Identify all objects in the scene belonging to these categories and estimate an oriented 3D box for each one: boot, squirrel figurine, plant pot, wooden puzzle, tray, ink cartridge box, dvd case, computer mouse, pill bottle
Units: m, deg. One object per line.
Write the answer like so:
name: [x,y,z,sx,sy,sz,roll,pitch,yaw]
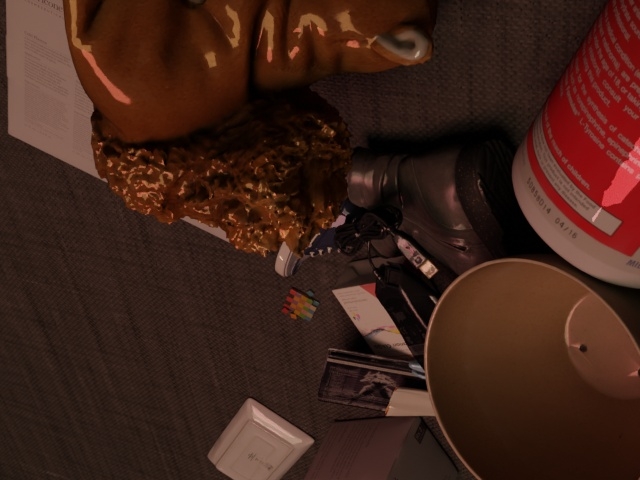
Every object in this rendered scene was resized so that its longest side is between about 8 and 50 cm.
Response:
boot: [0.000,0.000,1.353,0.086,0.069,0.190,31,136,7]
squirrel figurine: [-0.061,-0.188,1.045,0.371,0.281,0.397,-1,102,-2]
plant pot: [0.284,0.138,1.078,0.284,0.191,0.284,16,113,42]
wooden puzzle: [-0.030,0.101,1.512,0.049,0.006,0.083,29,138,4]
tray: [-0.123,0.402,1.831,0.145,0.030,0.270,32,138,-1]
ink cartridge box: [0.120,0.117,1.392,0.115,0.067,0.198,-12,123,40]
dvd case: [0.084,0.218,1.467,0.165,0.018,0.221,10,154,0]
computer mouse: [0.129,0.062,1.214,0.262,0.060,0.184,54,158,3]
boot: [0.175,0.013,1.253,0.223,0.118,0.338,-1,123,40]
pill bottle: [0.356,-0.157,0.877,0.229,0.229,0.407,28,138,5]

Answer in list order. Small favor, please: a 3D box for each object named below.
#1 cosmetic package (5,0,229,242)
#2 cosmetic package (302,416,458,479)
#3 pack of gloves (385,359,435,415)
cosmetic package: [-0.238,-0.192,1.297,0.377,0.097,0.284,26,139,7]
cosmetic package: [0.098,0.398,1.605,0.184,0.151,0.151,-13,122,40]
pack of gloves: [0.225,0.218,1.369,0.232,0.046,0.195,2,143,-9]
